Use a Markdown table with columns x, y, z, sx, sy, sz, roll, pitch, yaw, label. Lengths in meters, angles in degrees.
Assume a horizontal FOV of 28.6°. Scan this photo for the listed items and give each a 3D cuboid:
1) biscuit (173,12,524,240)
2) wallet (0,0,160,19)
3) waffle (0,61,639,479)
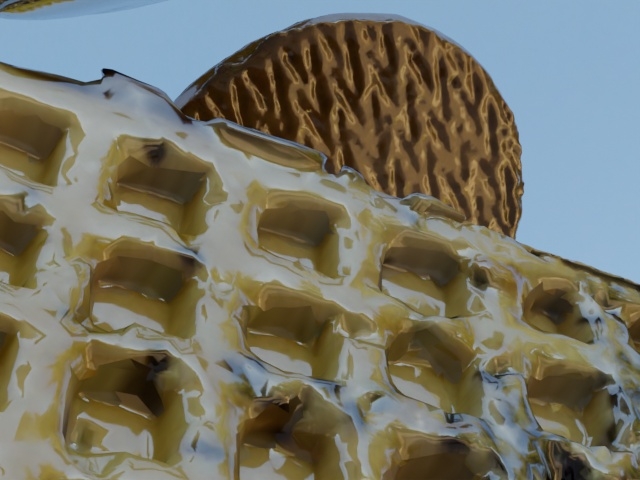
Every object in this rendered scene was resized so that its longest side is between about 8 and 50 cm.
| x | y | z | sx | sy | sz | roll | pitch | yaw | label |
| --- | --- | --- | --- | --- | --- | --- | --- | --- | --- |
| 0.000 | -0.001 | 0.677 | 0.262 | 0.037 | 0.262 | -15 | -56 | -24 | biscuit |
| -0.105 | -0.197 | 0.899 | 0.245 | 0.169 | 0.052 | -8 | -84 | 30 | wallet |
| -0.002 | 0.084 | 0.452 | 0.376 | 0.261 | 0.114 | 19 | -55 | -14 | waffle |
